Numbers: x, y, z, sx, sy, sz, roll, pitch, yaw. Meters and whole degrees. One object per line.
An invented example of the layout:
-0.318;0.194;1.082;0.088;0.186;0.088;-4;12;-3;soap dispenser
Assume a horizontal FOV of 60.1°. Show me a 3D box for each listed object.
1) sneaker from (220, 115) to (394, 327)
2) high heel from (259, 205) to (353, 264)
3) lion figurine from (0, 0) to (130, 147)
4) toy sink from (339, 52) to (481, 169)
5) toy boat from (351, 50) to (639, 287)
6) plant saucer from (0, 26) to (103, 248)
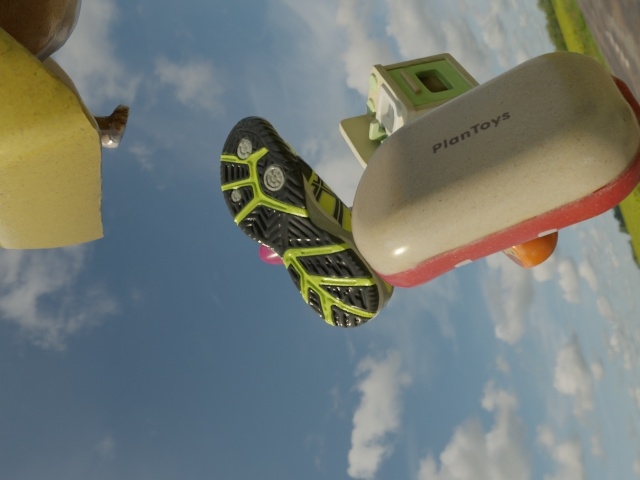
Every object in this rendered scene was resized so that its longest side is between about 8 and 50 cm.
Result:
-0.025;-0.034;0.894;0.384;0.145;0.147;57;-154;11;sneaker
0.000;0.000;1.256;0.127;0.377;0.181;54;-154;-21;high heel
-0.285;-0.234;0.541;0.240;0.392;0.142;17;-151;-21;lion figurine
0.168;-0.249;1.048;0.131;0.234;0.153;91;159;-50;toy sink
0.143;-0.031;0.450;0.151;0.231;0.151;46;-147;-34;toy boat
-0.328;-0.118;0.432;0.333;0.333;0.081;41;-114;-7;plant saucer
